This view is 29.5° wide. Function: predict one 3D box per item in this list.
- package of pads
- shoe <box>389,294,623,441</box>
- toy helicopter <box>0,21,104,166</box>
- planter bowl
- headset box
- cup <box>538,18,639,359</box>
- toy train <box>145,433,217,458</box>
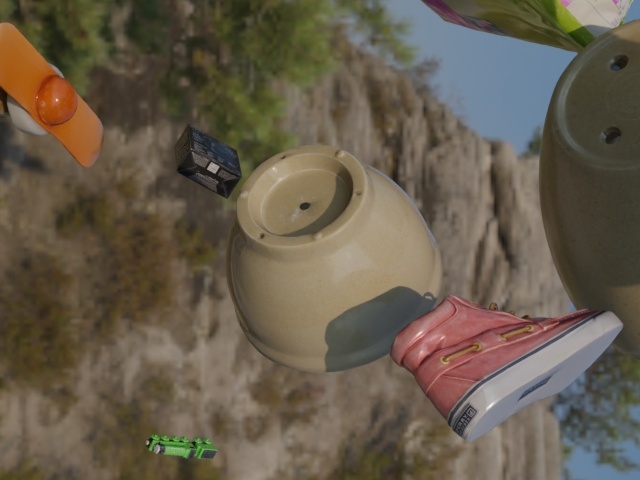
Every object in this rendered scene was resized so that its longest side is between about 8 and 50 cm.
[{"bbox_3d":[0.160,-0.291,1.195,0.229,0.296,0.101,23,-93,41],"label":"package of pads"},{"bbox_3d":[0.127,0.066,0.812,0.081,0.178,0.063,46,-47,24],"label":"shoe"},{"bbox_3d":[-0.307,-0.121,0.977,0.355,0.235,0.140,-99,-161,-86],"label":"toy helicopter"},{"bbox_3d":[0.000,0.000,0.883,0.109,0.162,0.162,68,14,-49],"label":"planter bowl"},{"bbox_3d":[-0.118,-0.084,1.264,0.032,0.062,0.083,-56,-159,16],"label":"headset box"},{"bbox_3d":[0.341,-0.077,1.152,0.237,0.331,0.331,44,32,-45],"label":"cup"},{"bbox_3d":[-0.140,0.210,1.226,0.024,0.083,0.017,41,-70,43],"label":"toy train"}]
